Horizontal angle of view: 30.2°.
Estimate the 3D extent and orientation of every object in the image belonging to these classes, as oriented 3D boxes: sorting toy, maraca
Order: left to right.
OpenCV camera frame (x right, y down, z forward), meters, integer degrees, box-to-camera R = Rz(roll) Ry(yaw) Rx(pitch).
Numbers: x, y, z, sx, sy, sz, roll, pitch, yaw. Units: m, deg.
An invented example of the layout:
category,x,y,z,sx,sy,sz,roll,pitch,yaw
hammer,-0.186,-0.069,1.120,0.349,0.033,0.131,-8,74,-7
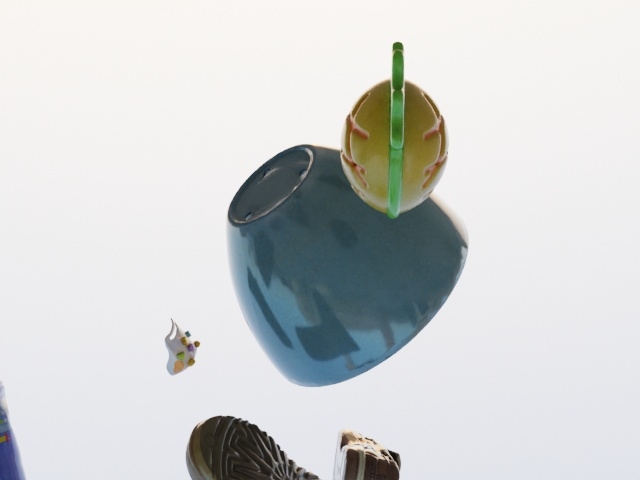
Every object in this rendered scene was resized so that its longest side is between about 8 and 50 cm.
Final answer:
category,x,y,z,sx,sy,sz,roll,pitch,yaw
sorting toy,-0.242,0.172,2.006,0.045,0.075,0.083,-10,-138,20
maraca,0.067,-0.096,1.068,0.099,0.185,0.127,-2,-118,1

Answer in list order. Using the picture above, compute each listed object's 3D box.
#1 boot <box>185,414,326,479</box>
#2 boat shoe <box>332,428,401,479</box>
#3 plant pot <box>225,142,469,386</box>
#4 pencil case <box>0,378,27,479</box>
category,x,y,z,sx,sy,sz,roll,pitch,yaw
boot,-0.134,0.292,1.205,0.269,0.236,0.089,-26,-141,29
boat shoe,0.072,0.341,1.772,0.095,0.095,0.257,8,180,-2
plant pot,0.000,0.000,1.404,0.290,0.195,0.290,-32,-153,19
pencil case,-0.408,0.322,1.444,0.119,0.306,0.133,-15,-176,-27
